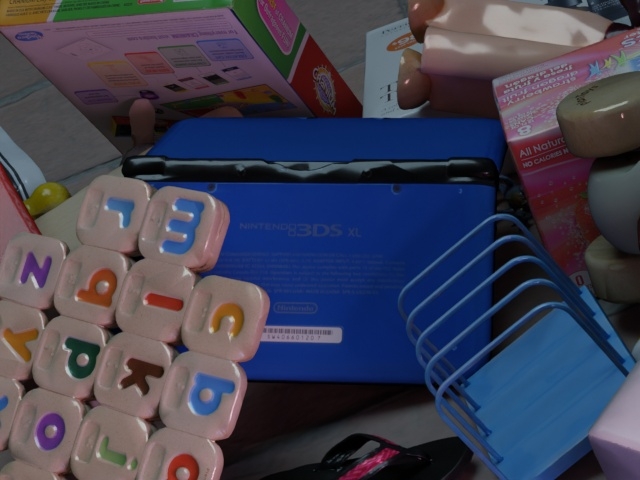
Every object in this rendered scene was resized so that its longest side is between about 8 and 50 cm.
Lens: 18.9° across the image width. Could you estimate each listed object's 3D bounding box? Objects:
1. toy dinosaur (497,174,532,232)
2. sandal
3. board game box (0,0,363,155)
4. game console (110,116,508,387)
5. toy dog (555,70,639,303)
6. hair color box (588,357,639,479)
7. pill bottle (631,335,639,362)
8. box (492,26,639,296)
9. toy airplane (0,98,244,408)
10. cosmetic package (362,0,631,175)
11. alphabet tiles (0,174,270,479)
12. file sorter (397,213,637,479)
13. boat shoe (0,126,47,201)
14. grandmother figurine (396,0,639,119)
[{"bbox_3d":[0.169,-0.032,1.648,0.090,0.047,0.082,11,14,-4],"label":"toy dinosaur"},{"bbox_3d":[0.018,0.161,1.327,0.179,0.040,0.067,-13,24,22],"label":"sandal"},{"bbox_3d":[-0.115,-0.149,1.774,0.242,0.316,0.064,-1,63,25],"label":"board game box"},{"bbox_3d":[0.000,0.000,1.525,0.293,0.250,0.173,1,-13,11],"label":"game console"},{"bbox_3d":[0.318,-0.058,1.320,0.333,0.220,0.161,-36,18,14],"label":"toy dog"},{"bbox_3d":[0.335,0.029,1.089,0.185,0.113,0.374,16,57,41],"label":"hair color box"},{"bbox_3d":[0.239,0.073,1.311,0.043,0.043,0.083,-7,27,34],"label":"pill bottle"},{"bbox_3d":[0.299,-0.088,1.474,0.300,0.154,0.142,-19,23,8],"label":"box"},{"bbox_3d":[-0.274,0.027,1.681,0.386,0.272,0.384,5,58,11],"label":"toy airplane"},{"bbox_3d":[0.229,-0.178,1.822,0.377,0.097,0.284,-19,20,10],"label":"cosmetic package"},{"bbox_3d":[-0.158,0.094,1.418,0.278,0.021,0.284,10,80,40],"label":"alphabet tiles"},{"bbox_3d":[0.130,0.073,1.298,0.118,0.104,0.170,-41,21,9],"label":"file sorter"},{"bbox_3d":[-0.388,-0.060,2.121,0.105,0.113,0.306,-16,28,-22],"label":"boat shoe"},{"bbox_3d":[0.241,-0.140,1.621,0.342,0.208,0.104,6,4,16],"label":"grandmother figurine"}]
